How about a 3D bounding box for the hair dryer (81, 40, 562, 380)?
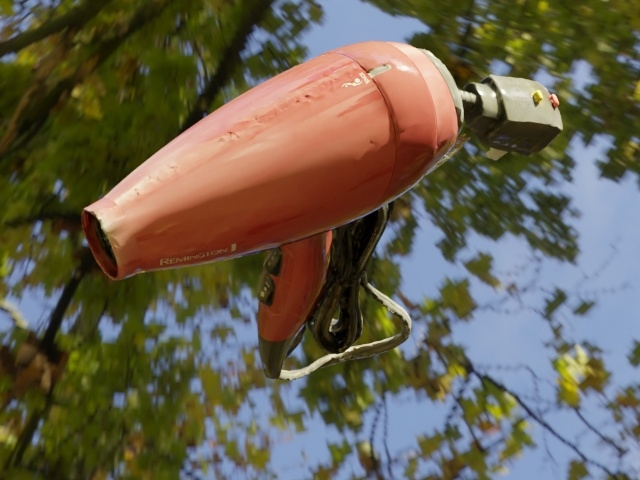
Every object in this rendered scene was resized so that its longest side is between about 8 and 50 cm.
[{"bbox_3d":[0.000,0.000,0.918,0.080,0.293,0.223,46,-68,33],"label":"hair dryer"}]
